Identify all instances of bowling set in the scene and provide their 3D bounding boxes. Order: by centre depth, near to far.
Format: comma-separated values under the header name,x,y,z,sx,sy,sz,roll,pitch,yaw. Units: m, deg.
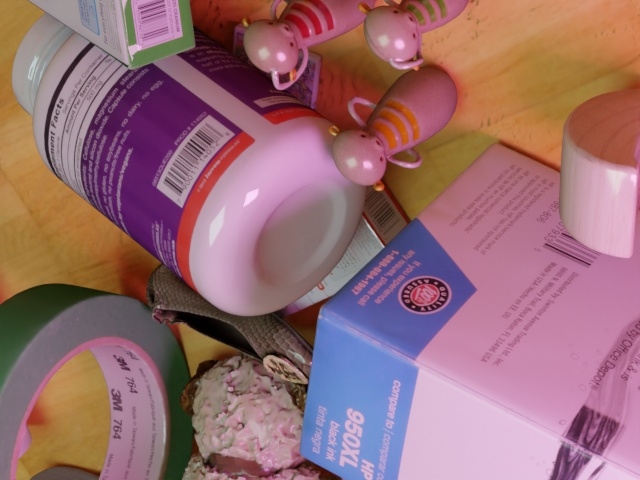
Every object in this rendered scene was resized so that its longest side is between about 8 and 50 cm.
name,x,y,z,sx,sy,sz,roll,pitch,yaw
bowling set,0.027,-0.209,1.522,0.287,0.154,0.200,47,135,2

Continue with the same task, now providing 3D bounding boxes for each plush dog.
name,x,y,z,sx,sy,sz,roll,pitch,yaw
plush dog,-0.063,0.216,1.863,0.262,0.210,0.225,3,96,36

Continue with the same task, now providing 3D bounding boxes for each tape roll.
name,x,y,z,sx,sy,sz,roll,pitch,yaw
tape roll,-0.248,0.205,1.879,0.077,0.321,0.321,10,123,32

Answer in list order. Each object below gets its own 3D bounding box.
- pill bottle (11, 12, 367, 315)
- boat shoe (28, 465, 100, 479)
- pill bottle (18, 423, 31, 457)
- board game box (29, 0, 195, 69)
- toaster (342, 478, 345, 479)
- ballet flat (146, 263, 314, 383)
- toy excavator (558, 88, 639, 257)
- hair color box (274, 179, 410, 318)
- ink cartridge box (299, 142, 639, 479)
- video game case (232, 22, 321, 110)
name,x,y,z,sx,sy,sz,roll,pitch,yaw
pill bottle,-0.123,-0.085,1.669,0.323,0.181,0.182,37,136,34
boat shoe,-0.201,0.327,2.090,0.302,0.109,0.094,19,142,41
pill bottle,-0.393,0.144,2.090,0.119,0.119,0.209,-1,117,37
board game box,-0.222,-0.308,1.619,0.316,0.064,0.242,36,139,48
toaster,0.118,0.203,1.719,0.110,0.185,0.168,-23,95,41
ballet flat,-0.085,0.084,1.814,0.250,0.058,0.084,28,156,42
toy excavator,0.420,0.024,1.356,0.432,0.445,0.222,-6,121,-7
hair color box,0.000,0.000,1.750,0.167,0.053,0.093,-26,102,42
ink cartridge box,0.226,0.124,1.497,0.395,0.285,0.166,26,132,21
video game case,-0.043,-0.126,1.729,0.087,0.011,0.122,24,130,22
